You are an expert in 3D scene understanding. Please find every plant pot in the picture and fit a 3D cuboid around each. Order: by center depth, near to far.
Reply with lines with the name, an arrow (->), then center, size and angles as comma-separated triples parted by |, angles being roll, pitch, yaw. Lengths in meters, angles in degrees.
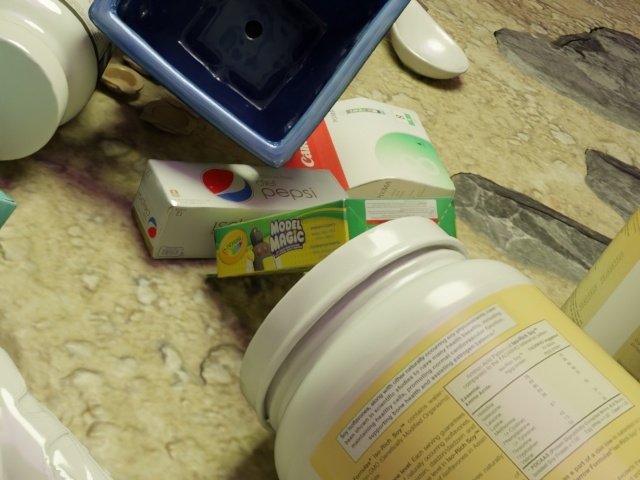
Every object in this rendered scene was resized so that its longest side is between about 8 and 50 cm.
plant pot -> -0.066, -0.226, 0.945 | 0.236, 0.236, 0.212 | 38, -2, -4

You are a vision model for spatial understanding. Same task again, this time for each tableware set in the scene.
tableware set -> -0.190, -0.185, 1.097 | 0.141, 0.020, 0.168 | 30, 33, 2

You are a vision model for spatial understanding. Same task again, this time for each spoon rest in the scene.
spoon rest -> 0.133, -0.356, 1.496 | 0.137, 0.084, 0.276 | -15, 52, -46

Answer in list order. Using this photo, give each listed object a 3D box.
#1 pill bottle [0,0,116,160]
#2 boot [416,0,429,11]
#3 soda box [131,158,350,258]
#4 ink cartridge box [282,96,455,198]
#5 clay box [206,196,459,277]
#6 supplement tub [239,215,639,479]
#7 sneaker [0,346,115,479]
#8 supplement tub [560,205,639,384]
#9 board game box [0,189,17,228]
pill bottle -> -0.293, -0.208, 0.927 | 0.162, 0.162, 0.278 | 20, 34, -12
boot -> 0.147, -0.446, 1.666 | 0.114, 0.037, 0.106 | 25, 47, 1
soda box -> -0.074, -0.030, 0.927 | 0.216, 0.069, 0.074 | 1, 41, -36
ink cartridge box -> 0.039, -0.120, 1.144 | 0.225, 0.056, 0.181 | 12, 36, -25
clay box -> 0.000, 0.000, 0.827 | 0.128, 0.222, 0.053 | -3, 86, -39
supplement tub -> 0.119, 0.165, 0.648 | 0.241, 0.241, 0.331 | -14, 52, -45
sneaker -> -0.165, 0.185, 0.567 | 0.152, 0.114, 0.305 | 7, 41, -50
supplement tub -> 0.386, 0.063, 0.903 | 0.228, 0.316, 0.228 | 19, 35, -14
board game box -> -0.427, -0.111, 0.674 | 0.336, 0.079, 0.254 | 38, 3, 14
